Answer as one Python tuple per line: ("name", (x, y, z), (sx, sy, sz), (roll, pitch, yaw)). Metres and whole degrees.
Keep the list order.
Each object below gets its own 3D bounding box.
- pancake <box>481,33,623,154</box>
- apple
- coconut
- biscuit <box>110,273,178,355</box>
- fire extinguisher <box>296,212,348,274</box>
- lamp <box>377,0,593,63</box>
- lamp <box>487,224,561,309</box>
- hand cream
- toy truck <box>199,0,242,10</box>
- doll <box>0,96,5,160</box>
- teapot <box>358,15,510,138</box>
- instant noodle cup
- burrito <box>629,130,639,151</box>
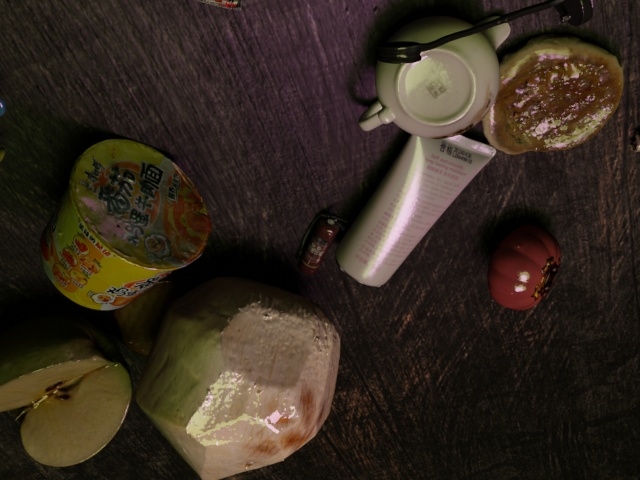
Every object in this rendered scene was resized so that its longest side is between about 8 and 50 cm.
("pancake", (0.415, -0.256, 1.878), (0.283, 0.049, 0.282), (-10, 140, -8))
("apple", (-0.522, 0.274, 2.076), (0.258, 0.233, 0.295), (-36, 125, 4))
("coconut", (-0.156, 0.284, 2.054), (0.416, 0.344, 0.415), (-1, 96, -11))
("biscuit", (-0.339, 0.149, 2.136), (0.176, 0.031, 0.228), (22, 126, -33))
("fire extinguisher", (0.000, 0.000, 2.052), (0.064, 0.043, 0.158), (36, 130, 10))
("lamp", (0.250, -0.361, 1.628), (0.371, 0.130, 0.108), (-12, 113, -14))
("lamp", (0.408, 0.052, 2.136), (0.182, 0.140, 0.182), (-38, 141, -40))
("hand cream", (0.161, -0.068, 1.985), (0.186, 0.118, 0.358), (20, 121, -29))
("toy truck", (-0.159, -0.375, 1.616), (0.083, 0.024, 0.032), (7, 157, -19))
("doll", (-0.653, -0.228, 1.594), (0.342, 0.098, 0.346), (1, 133, -18))
("teapot", (0.184, -0.268, 1.744), (0.298, 0.139, 0.204), (-27, 110, 19))
("instant noodle cup", (-0.353, -0.014, 1.804), (0.264, 0.264, 0.200), (20, 138, -31))
("burrito", (0.668, -0.190, 2.015), (0.149, 0.041, 0.055), (-3, 124, -12))
